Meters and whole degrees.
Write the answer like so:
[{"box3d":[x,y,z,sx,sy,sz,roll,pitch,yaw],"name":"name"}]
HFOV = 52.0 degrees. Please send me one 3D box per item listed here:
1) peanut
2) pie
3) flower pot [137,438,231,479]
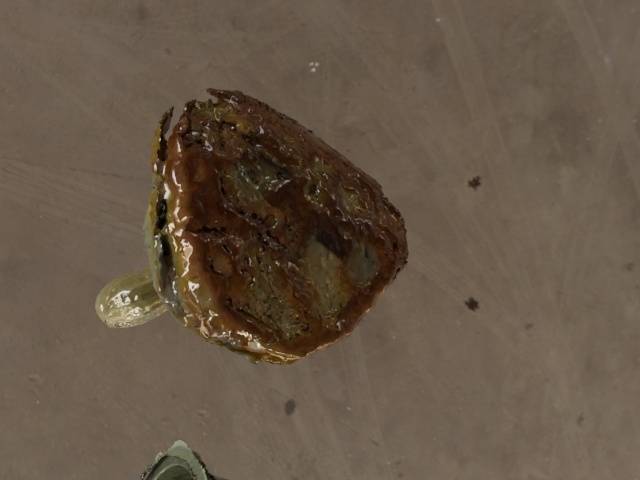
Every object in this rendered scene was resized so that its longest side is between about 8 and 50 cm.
[{"box3d":[-0.273,0.081,1.098,0.215,0.098,0.090,-25,82,-6],"name":"peanut"},{"box3d":[-0.047,-0.010,0.647,0.308,0.086,0.308,16,65,-37],"name":"pie"},{"box3d":[-0.104,0.422,0.823,0.259,0.290,0.290,23,86,-28],"name":"flower pot"}]
